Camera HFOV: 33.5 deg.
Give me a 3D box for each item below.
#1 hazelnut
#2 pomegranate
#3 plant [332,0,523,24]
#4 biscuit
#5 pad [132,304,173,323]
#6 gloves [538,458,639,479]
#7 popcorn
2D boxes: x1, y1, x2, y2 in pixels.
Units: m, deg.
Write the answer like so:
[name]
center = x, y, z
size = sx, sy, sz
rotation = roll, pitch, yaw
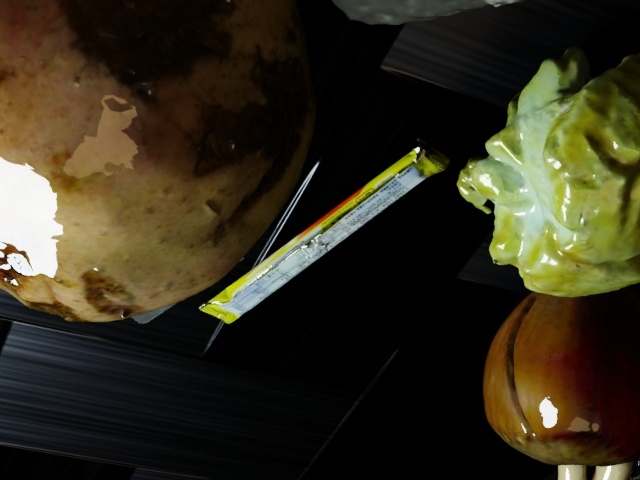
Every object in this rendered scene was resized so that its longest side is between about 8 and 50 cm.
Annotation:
[hazelnut]
center = 0.267, 0.130, 1.101
size = 0.208, 0.208, 0.208
rotation = -5, 134, -5
[pomegranate]
center = -0.155, -0.101, 0.716
size = 0.322, 0.322, 0.322
rotation = -5, 134, -5
[plant]
center = 0.053, -0.243, 0.606
size = 0.312, 0.213, 0.215
rotation = 7, 124, 27
[biscuit]
center = 0.000, 0.000, 1.019
size = 0.292, 0.026, 0.048
rotation = -36, 133, 23
[pad]
center = -0.188, -0.005, 0.997
size = 0.143, 0.003, 0.211
rotation = -33, 130, 20
[gloves]
center = 0.348, 0.275, 1.276
size = 0.197, 0.152, 0.301
rotation = 1, 124, -49
[popcorn]
center = 0.237, -0.055, 0.909
size = 0.204, 0.183, 0.221
rotation = -14, 140, -41
